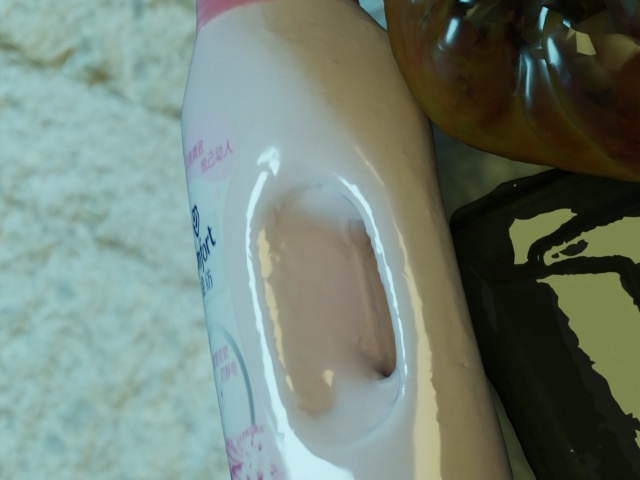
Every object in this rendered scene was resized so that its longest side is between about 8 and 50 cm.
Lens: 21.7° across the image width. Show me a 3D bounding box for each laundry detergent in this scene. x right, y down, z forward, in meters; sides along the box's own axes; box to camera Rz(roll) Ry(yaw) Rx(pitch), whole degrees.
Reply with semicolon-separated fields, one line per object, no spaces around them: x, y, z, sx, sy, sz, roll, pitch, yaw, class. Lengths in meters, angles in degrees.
0.000;0.000;0.663;0.159;0.088;0.335;-26;72;57;laundry detergent

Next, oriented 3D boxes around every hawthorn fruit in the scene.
0.140;-0.143;0.594;0.224;0.224;0.261;39;54;17;hawthorn fruit

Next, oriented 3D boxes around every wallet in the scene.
0.183;0.018;0.648;0.245;0.052;0.168;-24;81;11;wallet
